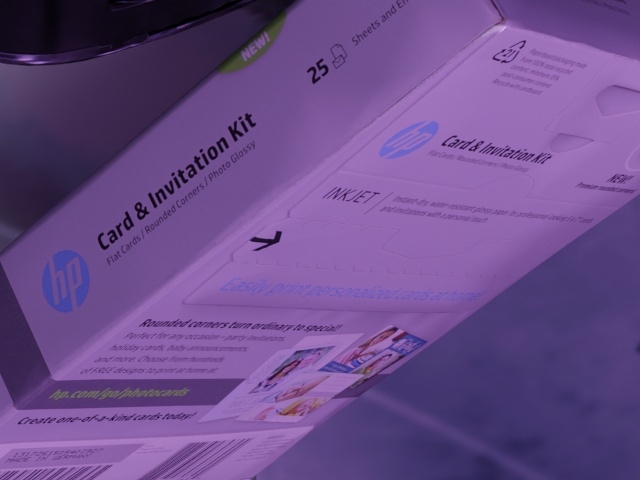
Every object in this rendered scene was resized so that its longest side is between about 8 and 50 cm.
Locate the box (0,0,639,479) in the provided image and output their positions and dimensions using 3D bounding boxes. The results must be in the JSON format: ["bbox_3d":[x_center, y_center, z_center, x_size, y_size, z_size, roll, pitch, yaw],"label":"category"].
[{"bbox_3d":[0.000,0.000,0.468,0.186,0.038,0.145,-37,159,26],"label":"box"}]

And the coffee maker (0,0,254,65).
[{"bbox_3d":[-0.032,-0.119,0.316,0.120,0.171,0.178,-7,136,-22],"label":"coffee maker"}]
